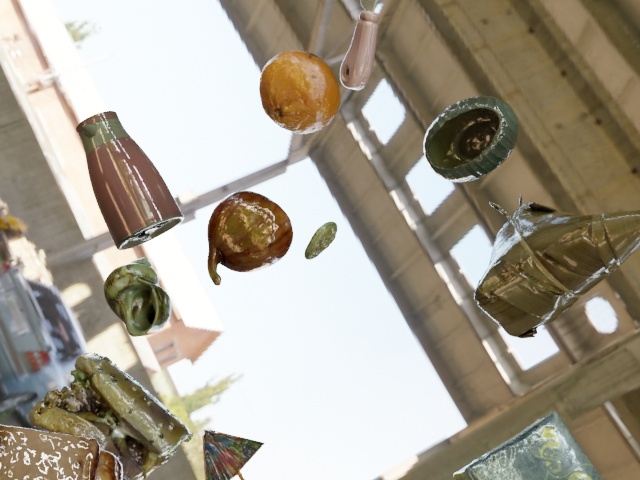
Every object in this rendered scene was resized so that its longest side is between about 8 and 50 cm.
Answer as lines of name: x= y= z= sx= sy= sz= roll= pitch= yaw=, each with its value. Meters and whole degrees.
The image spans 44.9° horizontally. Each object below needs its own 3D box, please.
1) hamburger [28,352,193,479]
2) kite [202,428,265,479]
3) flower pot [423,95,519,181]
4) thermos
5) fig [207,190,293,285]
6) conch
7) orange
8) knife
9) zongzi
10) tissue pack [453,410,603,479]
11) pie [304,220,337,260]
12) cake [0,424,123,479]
hamburger: x=-0.417 y=0.365 z=1.530 sx=0.277 sy=0.195 sz=0.318 roll=45 pitch=-21 yaw=-3
kite: x=-0.203 y=0.498 z=1.769 sx=0.014 sy=0.241 sz=0.183 roll=-40 pitch=-98 yaw=32
flower pot: x=0.366 y=-0.246 z=1.885 sx=0.189 sy=0.243 sz=0.157 roll=64 pitch=25 yaw=6
thermos: x=-0.394 y=-0.129 z=1.567 sx=0.265 sy=0.145 sz=0.176 roll=63 pitch=10 yaw=6
fig: x=-0.167 y=0.000 z=1.545 sx=0.175 sy=0.207 sz=0.175 roll=44 pitch=-23 yaw=24
conch: x=-0.416 y=0.130 z=1.804 sx=0.187 sy=0.124 sz=0.182 roll=-14 pitch=-93 yaw=37
orange: x=-0.036 y=-0.228 z=1.198 sx=0.135 sy=0.117 sz=0.136 roll=37 pitch=-38 yaw=36
knife: x=0.095 y=-0.443 z=1.415 sx=0.081 sy=0.043 sz=0.336 roll=33 pitch=-68 yaw=60
zongzi: x=0.624 y=-0.028 z=1.878 sx=0.467 sy=0.500 sz=0.218 roll=-34 pitch=-77 yaw=32
tissue pack: x=0.346 y=0.412 z=1.148 sx=0.257 sy=0.185 sz=0.081 roll=58 pitch=-21 yaw=18
pie: x=0.000 y=0.001 z=1.363 sx=0.021 sy=0.084 sz=0.084 roll=38 pitch=-27 yaw=17
cake: x=-0.350 y=0.315 z=0.835 sx=0.196 sy=0.292 sz=0.199 roll=125 pitch=-27 yaw=-49
